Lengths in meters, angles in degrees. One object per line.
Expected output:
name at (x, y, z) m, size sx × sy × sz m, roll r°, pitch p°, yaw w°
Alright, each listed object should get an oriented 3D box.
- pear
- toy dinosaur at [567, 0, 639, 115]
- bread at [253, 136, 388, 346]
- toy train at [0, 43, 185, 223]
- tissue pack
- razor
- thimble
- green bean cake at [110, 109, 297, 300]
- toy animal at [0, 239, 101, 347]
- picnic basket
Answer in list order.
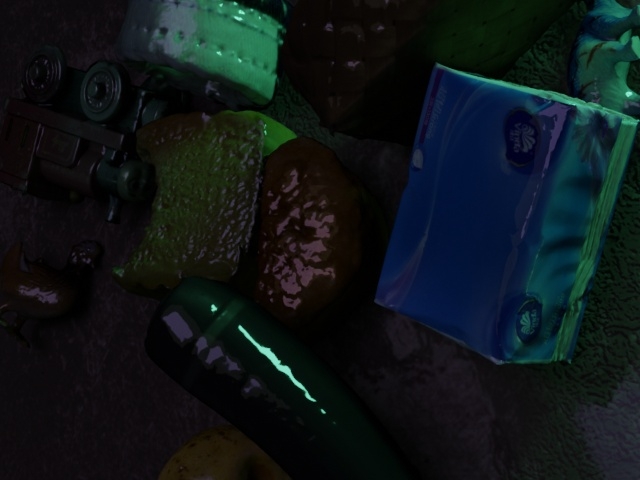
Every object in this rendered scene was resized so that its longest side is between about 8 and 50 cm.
pear at (-0.111, 0.299, 1.379) m, size 0.178 × 0.178 × 0.178 m, roll -13°, pitch 67°, yaw 33°
toy dinosaur at (0.311, -0.198, 1.282) m, size 0.144 × 0.076 × 0.329 m, roll -24°, pitch 58°, yaw 42°
bread at (0.007, 0.005, 1.405) m, size 0.134 × 0.129 × 0.260 m, roll 0°, pitch 76°, yaw 35°
toy train at (-0.326, -0.151, 1.705) m, size 0.304 × 0.150 × 0.221 m, roll 19°, pitch 96°, yaw 38°
tissue pack at (0.184, -0.029, 1.234) m, size 0.198 × 0.146 × 0.263 m, roll 25°, pitch 104°, yaw 43°
razor at (-0.025, 0.177, 1.252) m, size 0.349 × 0.204 × 0.113 m, roll 43°, pitch 94°, yaw 8°
thimble at (-0.153, -0.267, 1.552) m, size 0.237 × 0.237 × 0.150 m, roll 15°, pitch 86°, yaw 39°
green bean cake at (-0.141, -0.038, 1.529) m, size 0.233 × 0.124 × 0.236 m, roll -1°, pitch 74°, yaw 35°
toy animal at (-0.409, 0.053, 1.731) m, size 0.188 × 0.089 × 0.179 m, roll 27°, pitch 74°, yaw 40°
picnic basket at (0.078, -0.301, 1.343) m, size 0.337 × 0.293 × 0.337 m, roll -2°, pitch 87°, yaw 38°
